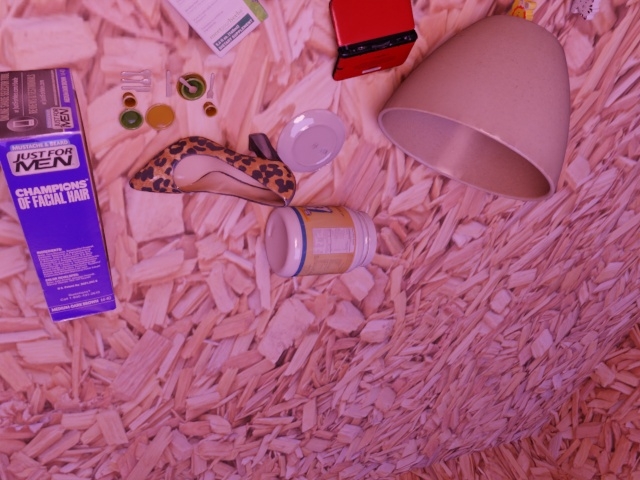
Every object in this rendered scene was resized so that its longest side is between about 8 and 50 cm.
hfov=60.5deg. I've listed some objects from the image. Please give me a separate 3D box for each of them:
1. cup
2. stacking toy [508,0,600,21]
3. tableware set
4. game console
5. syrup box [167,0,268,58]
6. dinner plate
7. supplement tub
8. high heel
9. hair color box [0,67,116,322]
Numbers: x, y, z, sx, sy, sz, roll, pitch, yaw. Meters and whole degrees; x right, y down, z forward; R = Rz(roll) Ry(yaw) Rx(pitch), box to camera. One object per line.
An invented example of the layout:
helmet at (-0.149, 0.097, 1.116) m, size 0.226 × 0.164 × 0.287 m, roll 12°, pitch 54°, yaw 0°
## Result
cup at (0.300, -0.249, 0.978) m, size 0.331 × 0.331 × 0.236 m, roll 29°, pitch 86°, yaw -44°
stacking toy at (0.433, -0.483, 0.945) m, size 0.167 × 0.052 × 0.221 m, roll -12°, pitch 135°, yaw -20°
tableware set at (-0.241, -0.218, 0.878) m, size 0.154 × 0.024 × 0.104 m, roll -6°, pitch 133°, yaw -25°
game console at (0.083, -0.352, 0.939) m, size 0.144 × 0.085 × 0.124 m, roll -18°, pitch 168°, yaw -13°
syrup box at (-0.183, -0.365, 0.714) m, size 0.093 × 0.096 × 0.237 m, roll -39°, pitch 139°, yaw 9°
dinner plate at (-0.014, -0.184, 1.046) m, size 0.141 × 0.017 × 0.141 m, roll -17°, pitch 138°, yaw -16°
supplement tub at (0.000, 0.000, 1.137) m, size 0.200 × 0.144 × 0.144 m, roll -2°, pitch 131°, yaw -28°
high heel at (-0.178, -0.093, 0.912) m, size 0.262 × 0.186 × 0.093 m, roll -18°, pitch 137°, yaw -13°
hair color box at (-0.391, -0.060, 0.827) m, size 0.110 × 0.185 × 0.338 m, roll -12°, pitch 136°, yaw -20°
